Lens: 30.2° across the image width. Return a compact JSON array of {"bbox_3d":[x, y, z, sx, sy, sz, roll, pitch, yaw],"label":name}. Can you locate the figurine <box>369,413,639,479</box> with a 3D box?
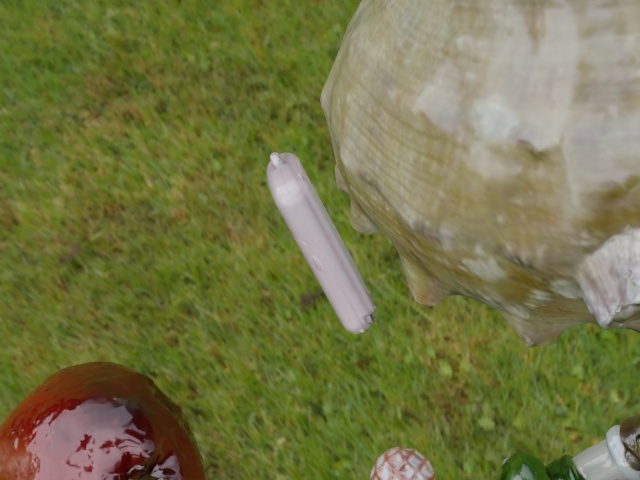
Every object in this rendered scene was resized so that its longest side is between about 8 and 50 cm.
[{"bbox_3d":[0.157,0.274,1.000,0.370,0.167,0.281,-36,90,19],"label":"figurine"}]

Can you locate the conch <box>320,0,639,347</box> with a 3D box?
[{"bbox_3d":[0.138,-0.069,0.421,0.263,0.324,0.186,-18,76,-10],"label":"conch"}]

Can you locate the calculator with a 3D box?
[{"bbox_3d":[0.000,0.000,1.001,0.032,0.175,0.100,-27,21,4],"label":"calculator"}]

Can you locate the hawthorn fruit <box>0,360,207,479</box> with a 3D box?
[{"bbox_3d":[-0.210,0.241,1.185,0.210,0.266,0.230,-15,94,-25],"label":"hawthorn fruit"}]
